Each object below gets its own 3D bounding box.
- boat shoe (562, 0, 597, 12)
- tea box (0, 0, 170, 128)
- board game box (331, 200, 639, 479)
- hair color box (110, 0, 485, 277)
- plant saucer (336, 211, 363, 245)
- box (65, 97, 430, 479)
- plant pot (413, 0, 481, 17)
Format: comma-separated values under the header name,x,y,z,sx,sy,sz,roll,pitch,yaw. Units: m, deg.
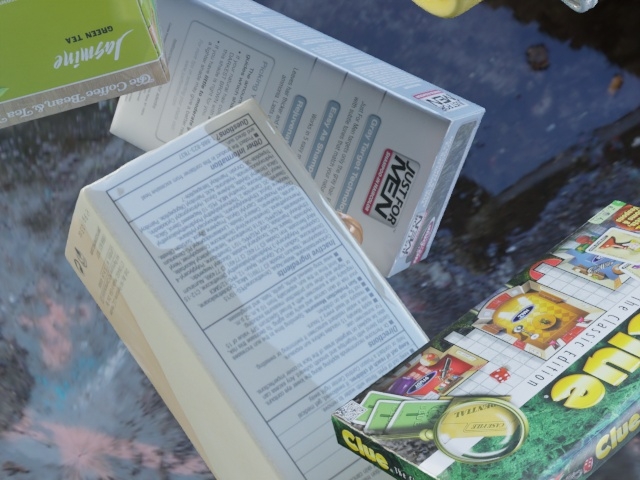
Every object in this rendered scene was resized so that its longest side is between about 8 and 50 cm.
name,x,y,z,sx,sy,sz,roll,pitch,yaw
boat shoe,0.143,-0.336,1.208,0.320,0.118,0.103,36,77,-5
tea box,-0.301,-0.337,1.252,0.219,0.324,0.329,-15,52,0
board game box,0.145,0.065,0.780,0.259,0.136,0.030,-34,130,-28
hair color box,-0.031,-0.131,1.465,0.374,0.113,0.185,28,111,19
plant saucer,0.000,0.000,1.291,0.083,0.083,0.013,2,54,-10
box,-0.023,0.080,0.886,0.148,0.121,0.311,-30,79,-25
plant pot,0.114,-0.314,0.866,0.239,0.254,0.254,-34,88,-5
